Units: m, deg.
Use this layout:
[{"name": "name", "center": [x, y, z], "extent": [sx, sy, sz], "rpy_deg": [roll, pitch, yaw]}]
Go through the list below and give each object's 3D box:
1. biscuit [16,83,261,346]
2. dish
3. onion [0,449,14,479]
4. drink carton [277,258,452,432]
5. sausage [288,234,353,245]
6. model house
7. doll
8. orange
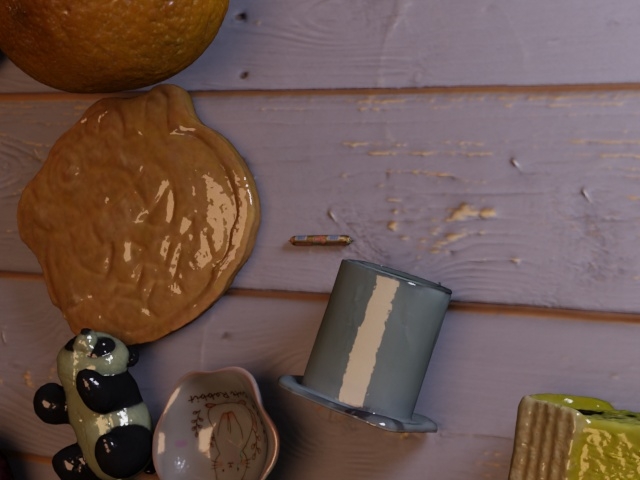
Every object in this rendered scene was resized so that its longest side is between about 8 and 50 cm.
[{"name": "biscuit", "center": [-0.274, -0.033, 1.824], "extent": [0.385, 0.062, 0.365], "rpy_deg": [-39, 71, 21]}, {"name": "dish", "center": [-0.127, 0.284, 1.720], "extent": [0.229, 0.081, 0.229], "rpy_deg": [-9, 75, 36]}, {"name": "onion", "center": [-0.591, 0.400, 1.895], "extent": [0.252, 0.219, 0.252], "rpy_deg": [3, 97, 21]}, {"name": "drink carton", "center": [0.065, 0.129, 1.580], "extent": [0.191, 0.185, 0.189], "rpy_deg": [18, 95, 29]}, {"name": "sausage", "center": [0.000, 0.000, 1.706], "extent": [0.100, 0.015, 0.015], "rpy_deg": [0, 89, 27]}, {"name": "model house", "center": [0.317, 0.282, 1.445], "extent": [0.234, 0.175, 0.193], "rpy_deg": [8, 93, 24]}, {"name": "doll", "center": [-0.317, 0.242, 1.782], "extent": [0.143, 0.135, 0.234], "rpy_deg": [-20, 90, 37]}, {"name": "orange", "center": [-0.300, -0.356, 1.710], "extent": [0.357, 0.322, 0.322], "rpy_deg": [-5, 87, 39]}]
